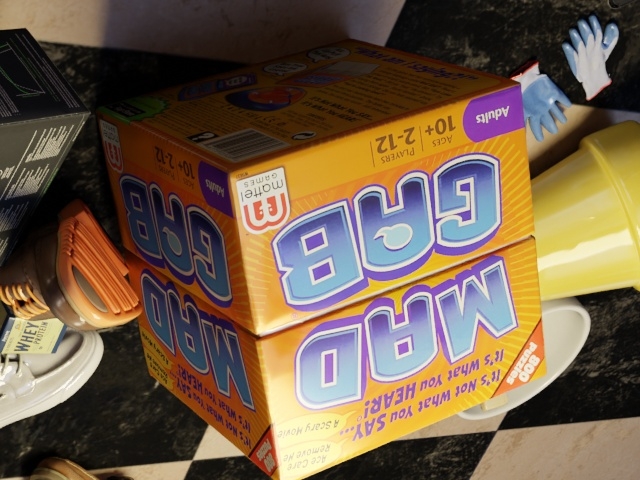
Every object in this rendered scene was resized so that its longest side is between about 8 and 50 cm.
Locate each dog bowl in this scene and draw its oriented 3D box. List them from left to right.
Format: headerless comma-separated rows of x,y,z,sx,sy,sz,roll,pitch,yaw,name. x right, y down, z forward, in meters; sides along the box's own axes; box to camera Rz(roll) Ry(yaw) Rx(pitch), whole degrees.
0.296,0.162,2.269,0.265,0.104,0.265,-24,146,-17,dog bowl

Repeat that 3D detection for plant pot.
0.399,-0.022,2.118,0.239,0.254,0.254,-22,139,-1,plant pot

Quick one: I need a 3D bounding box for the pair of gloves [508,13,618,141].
0.355,-0.234,2.045,0.198,0.023,0.159,-37,141,-4,pair of gloves

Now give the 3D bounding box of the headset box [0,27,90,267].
-0.413,-0.070,1.401,0.283,0.131,0.246,-16,150,-48,headset box

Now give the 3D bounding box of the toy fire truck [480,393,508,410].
0.153,0.135,2.042,0.217,0.246,0.158,-27,138,-17,toy fire truck

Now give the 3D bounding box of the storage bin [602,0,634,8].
0.408,-0.413,1.874,0.122,0.084,0.180,-26,137,-19,storage bin

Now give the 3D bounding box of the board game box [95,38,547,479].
0.000,0.000,1.629,0.356,0.356,0.356,-19,113,-25,board game box

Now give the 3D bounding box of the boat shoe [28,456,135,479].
-0.305,0.387,2.032,0.307,0.111,0.104,58,46,-40,boat shoe

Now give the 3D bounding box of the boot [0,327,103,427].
-0.396,0.163,1.741,0.258,0.095,0.123,-32,147,-10,boot

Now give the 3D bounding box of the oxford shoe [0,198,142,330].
-0.285,0.052,1.557,0.133,0.364,0.130,-34,101,-3,oxford shoe

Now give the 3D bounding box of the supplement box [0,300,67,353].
-0.362,0.090,1.713,0.083,0.083,0.056,4,124,-40,supplement box
